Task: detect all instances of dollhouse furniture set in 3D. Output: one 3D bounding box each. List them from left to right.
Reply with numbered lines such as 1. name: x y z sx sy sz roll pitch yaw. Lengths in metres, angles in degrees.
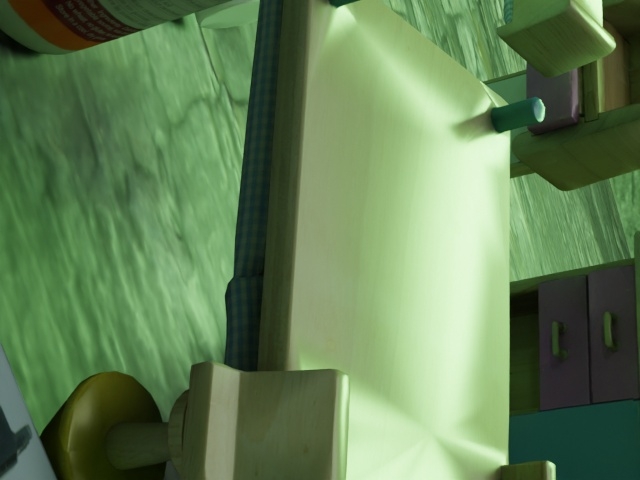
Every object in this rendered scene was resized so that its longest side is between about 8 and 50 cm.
1. dollhouse furniture set: 0.000 0.000 0.564 0.303 0.198 0.286 27 58 -49

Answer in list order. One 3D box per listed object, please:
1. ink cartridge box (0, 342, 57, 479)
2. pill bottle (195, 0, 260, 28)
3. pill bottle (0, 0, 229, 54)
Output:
1. ink cartridge box: -0.109 0.118 0.324 0.186 0.065 0.311 -53 127 -68
2. pill bottle: -0.053 -0.170 0.721 0.065 0.065 0.116 -1 77 -72
3. pill bottle: -0.026 -0.155 0.530 0.121 0.221 0.121 -15 90 -73
